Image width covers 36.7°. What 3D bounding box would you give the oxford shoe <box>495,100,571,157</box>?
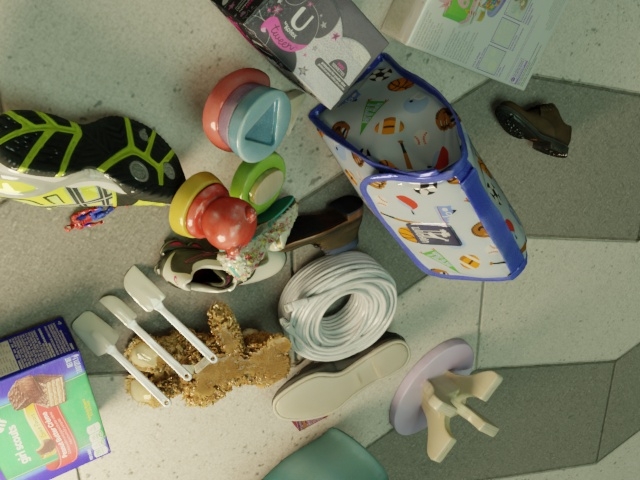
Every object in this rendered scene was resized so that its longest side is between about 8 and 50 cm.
[{"bbox_3d":[0.457,-0.259,2.070,0.227,0.082,0.096,21,86,-40],"label":"oxford shoe"}]

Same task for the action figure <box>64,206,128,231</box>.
[{"bbox_3d":[-0.392,-0.046,1.678,0.115,0.030,0.038,-28,134,-13],"label":"action figure"}]

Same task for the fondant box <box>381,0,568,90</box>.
[{"bbox_3d":[0.306,-0.447,1.833,0.330,0.096,0.238,12,111,-38],"label":"fondant box"}]

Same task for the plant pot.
[{"bbox_3d":[0.009,0.574,2.177,0.255,0.271,0.272,-46,133,-19],"label":"plant pot"}]

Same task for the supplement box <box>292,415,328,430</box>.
[{"bbox_3d":[-0.028,0.379,2.156,0.083,0.055,0.043,-25,128,-19],"label":"supplement box"}]

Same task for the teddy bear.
[{"bbox_3d":[-0.229,0.234,1.919,0.338,0.113,0.245,-20,120,-12],"label":"teddy bear"}]

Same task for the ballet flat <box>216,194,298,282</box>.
[{"bbox_3d":[-0.109,-0.001,1.794,0.241,0.091,0.077,-43,115,-46],"label":"ballet flat"}]

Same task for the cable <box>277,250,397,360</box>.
[{"bbox_3d":[0.036,0.141,2.017,0.257,0.089,0.257,-30,136,-9],"label":"cable"}]

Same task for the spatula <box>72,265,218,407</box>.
[{"bbox_3d":[-0.323,0.188,1.802,0.168,0.019,0.242,-45,103,-8],"label":"spatula"}]

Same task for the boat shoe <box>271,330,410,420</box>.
[{"bbox_3d":[0.039,0.296,2.131,0.335,0.095,0.112,-24,113,-13],"label":"boat shoe"}]

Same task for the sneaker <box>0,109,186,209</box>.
[{"bbox_3d":[-0.392,-0.119,1.585,0.384,0.145,0.147,10,148,-44],"label":"sneaker"}]

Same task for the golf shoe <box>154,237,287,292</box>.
[{"bbox_3d":[-0.173,0.058,1.823,0.272,0.120,0.105,-4,118,-32],"label":"golf shoe"}]

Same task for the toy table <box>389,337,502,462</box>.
[{"bbox_3d":[0.305,0.387,2.306,0.252,0.161,0.274,16,107,-39],"label":"toy table"}]

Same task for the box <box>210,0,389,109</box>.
[{"bbox_3d":[-0.033,-0.367,1.632,0.163,0.142,0.247,-49,131,2],"label":"box"}]

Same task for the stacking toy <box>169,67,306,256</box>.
[{"bbox_3d":[-0.099,-0.131,1.679,0.279,0.130,0.309,-12,126,-56],"label":"stacking toy"}]

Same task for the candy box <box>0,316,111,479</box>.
[{"bbox_3d":[-0.567,0.321,1.728,0.317,0.122,0.268,-21,127,-19],"label":"candy box"}]

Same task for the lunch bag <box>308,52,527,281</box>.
[{"bbox_3d":[0.194,-0.111,1.776,0.239,0.385,0.328,-43,133,-4],"label":"lunch bag"}]

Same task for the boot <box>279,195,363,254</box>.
[{"bbox_3d":[0.000,0.000,1.915,0.219,0.082,0.106,-26,131,-27],"label":"boot"}]
